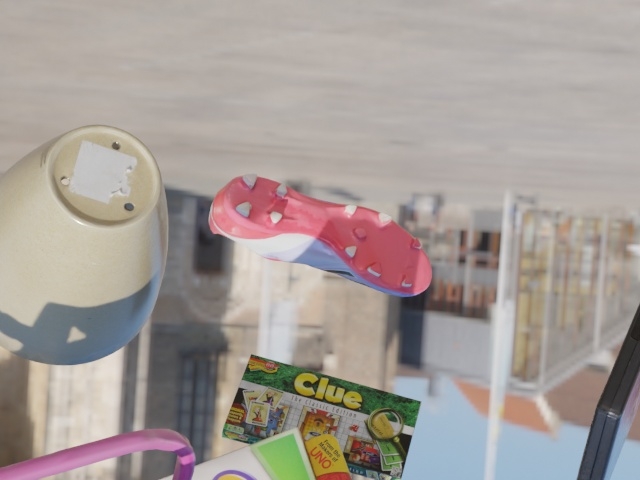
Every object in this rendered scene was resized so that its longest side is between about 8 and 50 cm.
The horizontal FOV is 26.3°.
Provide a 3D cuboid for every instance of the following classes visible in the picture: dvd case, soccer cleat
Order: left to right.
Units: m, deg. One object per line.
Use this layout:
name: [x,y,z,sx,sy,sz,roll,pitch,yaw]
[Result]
soccer cleat: [0.000,0.000,1.460,0.248,0.083,0.095,21,155,-16]
dvd case: [0.255,0.085,1.086,0.022,0.253,0.180,20,145,17]

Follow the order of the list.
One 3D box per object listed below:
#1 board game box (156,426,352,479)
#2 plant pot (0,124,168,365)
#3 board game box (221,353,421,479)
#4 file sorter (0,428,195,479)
board game box: [-0.094,0.224,0.954,0.259,0.124,0.039,-19,145,-4]
plant pot: [-0.281,-0.018,1.591,0.256,0.256,0.274,3,156,-20]
board game box: [0.003,0.253,1.943,0.260,0.136,0.030,14,139,5]
file sorter: [-0.076,0.238,0.453,0.182,0.290,0.202,-14,145,-26]
